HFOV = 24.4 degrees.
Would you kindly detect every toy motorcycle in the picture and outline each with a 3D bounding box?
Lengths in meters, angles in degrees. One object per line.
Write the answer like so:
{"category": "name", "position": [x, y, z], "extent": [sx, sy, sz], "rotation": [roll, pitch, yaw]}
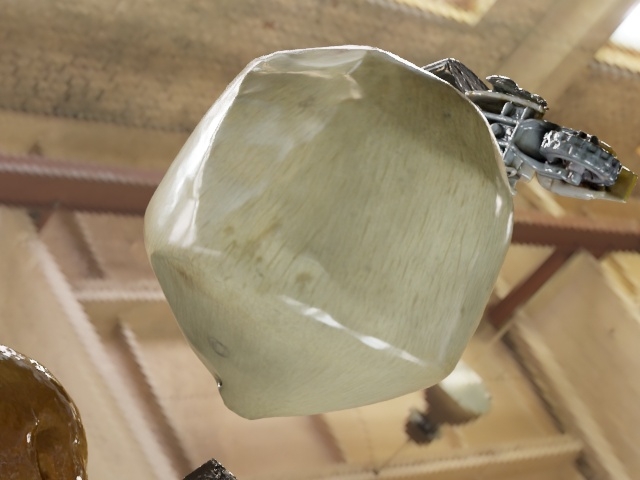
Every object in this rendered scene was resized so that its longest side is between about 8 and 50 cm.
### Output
{"category": "toy motorcycle", "position": [0.184, -0.078, 1.317], "extent": [0.229, 0.094, 0.130], "rotation": [19, 167, 46]}

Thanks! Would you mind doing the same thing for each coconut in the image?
{"category": "coconut", "position": [0.000, 0.000, 0.858], "extent": [0.224, 0.224, 0.224], "rotation": [31, -152, -18]}

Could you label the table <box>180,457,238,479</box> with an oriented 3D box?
{"category": "table", "position": [-0.137, 0.420, 1.468], "extent": [0.282, 0.251, 0.196], "rotation": [-32, -139, -25]}

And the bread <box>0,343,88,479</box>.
{"category": "bread", "position": [-0.290, 0.121, 0.893], "extent": [0.344, 0.148, 0.195], "rotation": [31, -144, -50]}

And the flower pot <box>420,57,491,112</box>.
{"category": "flower pot", "position": [0.155, -0.127, 1.921], "extent": [0.269, 0.166, 0.269], "rotation": [47, -161, -22]}
